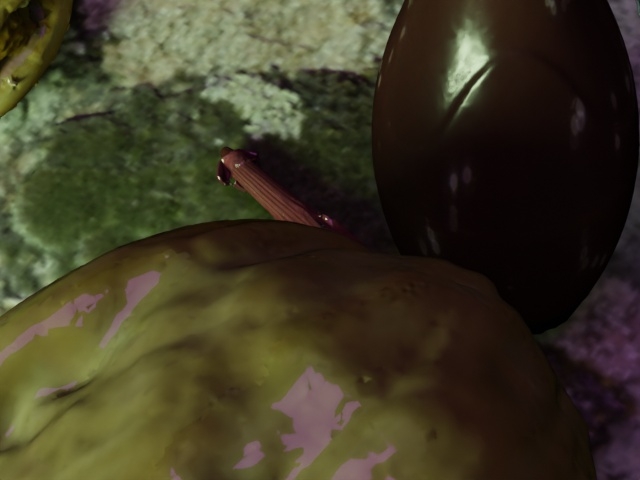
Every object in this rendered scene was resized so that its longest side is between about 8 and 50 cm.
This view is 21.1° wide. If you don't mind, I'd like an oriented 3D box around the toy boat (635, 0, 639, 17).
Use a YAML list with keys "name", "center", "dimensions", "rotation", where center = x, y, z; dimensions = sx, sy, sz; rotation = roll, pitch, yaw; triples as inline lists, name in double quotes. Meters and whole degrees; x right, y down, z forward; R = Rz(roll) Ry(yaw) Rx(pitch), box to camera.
- name: "toy boat"
  center: [0.260, -0.055, 0.788]
  dimensions: [0.210, 0.070, 0.291]
  rotation: [-26, 79, -35]

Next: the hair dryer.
- name: "hair dryer"
  center: [0.074, -0.153, 0.849]
  dimensions: [0.123, 0.312, 0.340]
  rotation: [-6, 36, 0]

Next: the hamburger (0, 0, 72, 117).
- name: "hamburger"
  center: [-0.234, -0.143, 0.961]
  dimensions: [0.182, 0.118, 0.191]
  rotation: [-29, 61, -12]

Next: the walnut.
- name: "walnut"
  center: [-0.037, 0.133, 0.663]
  dimensions: [0.285, 0.285, 0.296]
  rotation: [-44, 20, -17]

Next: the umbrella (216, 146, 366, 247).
- name: "umbrella"
  center: [0.000, 0.000, 0.886]
  dimensions: [0.027, 0.025, 0.165]
  rotation: [-48, 59, 2]
